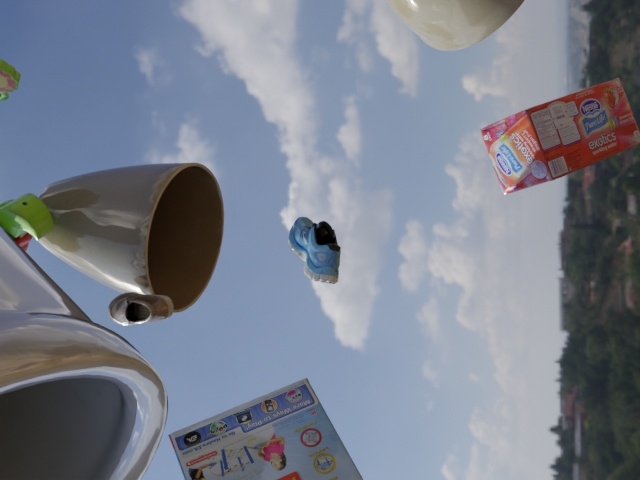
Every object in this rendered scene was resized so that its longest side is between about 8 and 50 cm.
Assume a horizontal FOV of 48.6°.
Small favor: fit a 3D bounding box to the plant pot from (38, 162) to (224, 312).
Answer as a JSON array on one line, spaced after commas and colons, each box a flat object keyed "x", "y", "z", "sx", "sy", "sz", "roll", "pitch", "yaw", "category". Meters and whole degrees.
[{"x": -0.349, "y": -0.022, "z": 1.238, "sx": 0.256, "sy": 0.274, "sz": 0.256, "roll": 8, "pitch": -90, "yaw": -71, "category": "plant pot"}]

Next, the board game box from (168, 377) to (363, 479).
[{"x": -0.101, "y": 0.458, "z": 1.383, "sx": 0.086, "sy": 0.308, "sz": 0.302, "roll": 87, "pitch": 157, "yaw": -43, "category": "board game box"}]

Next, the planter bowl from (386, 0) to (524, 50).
[{"x": 0.108, "y": -0.269, "z": 0.640, "sx": 0.109, "sy": 0.162, "sz": 0.162, "roll": 19, "pitch": -112, "yaw": -35, "category": "planter bowl"}]

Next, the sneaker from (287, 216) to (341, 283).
[{"x": 0.000, "y": 0.000, "z": 1.070, "sx": 0.162, "sy": 0.064, "sz": 0.073, "roll": 55, "pitch": 131, "yaw": 57, "category": "sneaker"}]

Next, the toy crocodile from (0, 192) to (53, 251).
[{"x": -0.568, "y": 0.035, "z": 1.199, "sx": 0.105, "sy": 0.340, "sz": 0.115, "roll": 46, "pitch": -155, "yaw": -4, "category": "toy crocodile"}]

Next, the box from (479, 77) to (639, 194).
[{"x": 0.426, "y": -0.185, "z": 1.251, "sx": 0.257, "sy": 0.123, "sz": 0.128, "roll": -22, "pitch": -88, "yaw": -29, "category": "box"}]

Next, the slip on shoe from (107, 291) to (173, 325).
[{"x": -0.282, "y": 0.106, "z": 1.072, "sx": 0.041, "sy": 0.135, "sz": 0.051, "roll": -15, "pitch": -79, "yaw": -54, "category": "slip on shoe"}]

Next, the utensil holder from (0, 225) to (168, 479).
[{"x": -0.336, "y": 0.064, "z": 0.399, "sx": 0.328, "sy": 0.385, "sz": 0.327, "roll": -42, "pitch": -21, "yaw": -21, "category": "utensil holder"}]

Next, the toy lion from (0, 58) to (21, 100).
[{"x": -0.441, "y": -0.214, "z": 0.936, "sx": 0.100, "sy": 0.096, "sz": 0.034, "roll": 92, "pitch": -175, "yaw": -70, "category": "toy lion"}]
